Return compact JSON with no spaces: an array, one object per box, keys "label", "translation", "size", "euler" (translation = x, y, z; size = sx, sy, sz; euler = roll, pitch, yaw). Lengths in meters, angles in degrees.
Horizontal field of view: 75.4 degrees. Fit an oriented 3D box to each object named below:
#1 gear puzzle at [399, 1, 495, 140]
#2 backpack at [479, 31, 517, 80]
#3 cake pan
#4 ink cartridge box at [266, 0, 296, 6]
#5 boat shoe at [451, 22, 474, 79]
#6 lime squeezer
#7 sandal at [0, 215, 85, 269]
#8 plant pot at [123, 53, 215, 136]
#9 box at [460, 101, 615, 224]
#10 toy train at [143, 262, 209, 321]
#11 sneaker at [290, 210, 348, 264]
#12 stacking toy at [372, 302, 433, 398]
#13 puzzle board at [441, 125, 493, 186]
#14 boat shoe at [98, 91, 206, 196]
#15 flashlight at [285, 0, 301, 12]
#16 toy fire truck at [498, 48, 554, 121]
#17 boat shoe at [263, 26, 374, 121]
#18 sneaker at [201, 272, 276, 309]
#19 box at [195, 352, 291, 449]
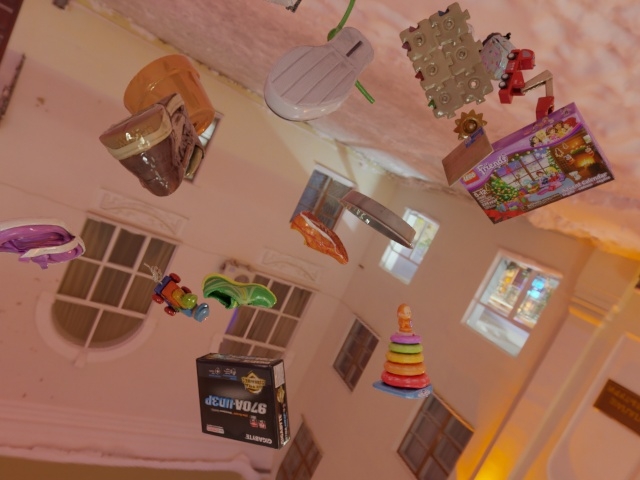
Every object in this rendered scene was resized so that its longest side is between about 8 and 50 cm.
[{"label":"gear puzzle","translation":[0.346,-0.415,1.071],"size":[0.339,0.175,0.044],"euler":[63,-168,-8]},{"label":"backpack","translation":[0.637,-0.644,1.488],"size":[0.115,0.152,0.182],"euler":[-5,-130,-12]},{"label":"cake pan","translation":[0.189,-0.072,1.348],"size":[0.293,0.054,0.293],"euler":[33,-179,-1]},{"label":"ink cartridge box","translation":[-0.094,-0.810,1.109],"size":[0.223,0.308,0.129],"euler":[29,170,25]},{"label":"boat shoe","translation":[0.533,-0.714,1.651],"size":[0.096,0.268,0.088],"euler":[37,-128,22]},{"label":"lime squeezer","translation":[0.076,-0.538,1.183],"size":[0.109,0.311,0.058],"euler":[-11,-179,-32]},{"label":"sandal","translation":[-0.749,0.023,1.137],"size":[0.102,0.169,0.416],"euler":[61,171,4]},{"label":"plant pot","translation":[-0.522,-0.488,1.503],"size":[0.203,0.290,0.291],"euler":[49,-173,1]},{"label":"box","translation":[0.508,-0.171,1.008],"size":[0.201,0.057,0.293],"euler":[44,135,-20]},{"label":"toy train","translation":[-0.450,0.167,1.302],"size":[0.143,0.105,0.248],"euler":[21,151,24]},{"label":"sneaker","translation":[0.000,0.000,1.020],"size":[0.175,0.067,0.064],"euler":[43,-156,-12]},{"label":"stacking toy","translation":[0.288,0.366,1.411],"size":[0.165,0.302,0.175],"euler":[-2,174,45]},{"label":"puzzle board","translation":[0.346,-0.199,0.983],"size":[0.011,0.128,0.097],"euler":[24,-136,-25]},{"label":"boat shoe","translation":[-0.253,-0.154,0.669],"size":[0.123,0.123,0.342],"euler":[63,175,-27]},{"label":"flashlight","translation":[-0.077,-1.090,1.661],"size":[0.103,0.304,0.103],"euler":[-7,-120,-46]},{"label":"toy fire truck","translation":[0.521,-0.391,1.031],"size":[0.135,0.192,0.047],"euler":[13,167,34]},{"label":"boat shoe","translation":[-0.002,-0.281,0.754],"size":[0.121,0.119,0.335],"euler":[45,-134,-5]},{"label":"sneaker","translation":[-0.318,0.222,1.601],"size":[0.295,0.109,0.124],"euler":[17,-138,-17]},{"label":"box","translation":[-0.173,0.344,0.910],"size":[0.220,0.175,0.051],"euler":[-4,-179,30]}]
